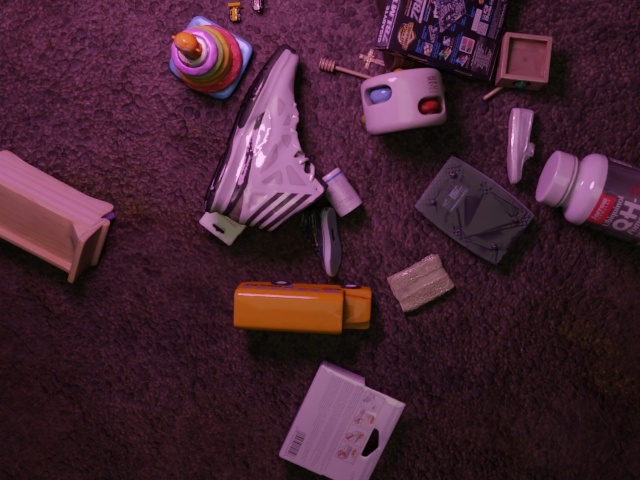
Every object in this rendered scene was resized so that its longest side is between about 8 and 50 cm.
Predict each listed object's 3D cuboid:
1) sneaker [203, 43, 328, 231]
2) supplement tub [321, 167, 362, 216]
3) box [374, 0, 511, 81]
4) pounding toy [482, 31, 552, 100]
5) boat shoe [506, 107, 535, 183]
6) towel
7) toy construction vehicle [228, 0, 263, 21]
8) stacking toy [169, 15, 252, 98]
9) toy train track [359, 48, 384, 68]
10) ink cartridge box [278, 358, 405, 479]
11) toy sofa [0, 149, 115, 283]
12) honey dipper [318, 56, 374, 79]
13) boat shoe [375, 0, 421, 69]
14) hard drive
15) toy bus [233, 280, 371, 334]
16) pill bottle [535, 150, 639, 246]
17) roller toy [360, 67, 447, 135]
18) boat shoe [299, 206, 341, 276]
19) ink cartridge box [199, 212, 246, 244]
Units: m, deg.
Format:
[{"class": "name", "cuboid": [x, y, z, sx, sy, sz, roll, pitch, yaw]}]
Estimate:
[{"class": "sneaker", "cuboid": [-0.085, -0.228, 1.724, 0.258, 0.169, 0.447, 23, 81, -15]}, {"class": "supplement tub", "cuboid": [0.047, -0.119, 1.772, 0.071, 0.071, 0.107, -35, 95, 7]}, {"class": "box", "cuboid": [0.296, -0.543, 1.641, 0.294, 0.073, 0.295, 9, 100, -26]}, {"class": "pounding toy", "cuboid": [0.468, -0.408, 1.709, 0.130, 0.100, 0.141, 7, 87, 2]}, {"class": "boat shoe", "cuboid": [0.490, -0.229, 1.742, 0.063, 0.066, 0.184, 2, 88, 4]}, {"class": "towel", "cuboid": [0.254, 0.109, 1.813, 0.148, 0.027, 0.110, -28, 96, 6]}, {"class": "toy construction vehicle", "cuboid": [-0.181, -0.585, 1.747, 0.086, 0.035, 0.098, -3, 95, 15]}, {"class": "stacking toy", "cuboid": [-0.276, -0.427, 1.634, 0.175, 0.302, 0.165, 30, 98, -2]}, {"class": "toy train track", "cuboid": [0.136, -0.440, 1.754, 0.083, 0.014, 0.048, 17, 98, 0]}, {"class": "ink cartridge box", "cuboid": [0.055, 0.480, 1.856, 0.239, 0.060, 0.275, 25, 97, -1]}, {"class": "toy sofa", "cuboid": [-0.714, -0.064, 1.800, 0.363, 0.177, 0.150, 27, 123, -1]}, {"class": "honey dipper", "cuboid": [0.075, -0.413, 1.756, 0.161, 0.030, 0.030, 15, 98, -3]}, {"class": "boat shoe", "cuboid": [0.196, -0.561, 1.698, 0.105, 0.111, 0.307, -8, 104, -16]}, {"class": "hard drive", "cuboid": [0.376, -0.074, 1.768, 0.255, 0.054, 0.172, 35, 98, -2]}, {"class": "toy bus", "cuboid": [-0.040, 0.167, 1.784, 0.333, 0.130, 0.108, 3, 98, 3]}, {"class": "pill bottle", "cuboid": [0.684, -0.101, 1.686, 0.319, 0.176, 0.176, 19, 98, 1]}, {"class": "roller toy", "cuboid": [0.196, -0.329, 1.676, 0.210, 0.191, 0.146, -8, 96, 4]}, {"class": "boat shoe", "cuboid": [0.000, 0.000, 1.801, 0.083, 0.065, 0.183, 6, 112, 29]}, {"class": "ink cartridge box", "cuboid": [-0.208, -0.089, 1.795, 0.104, 0.060, 0.180, 38, 97, -2]}]
